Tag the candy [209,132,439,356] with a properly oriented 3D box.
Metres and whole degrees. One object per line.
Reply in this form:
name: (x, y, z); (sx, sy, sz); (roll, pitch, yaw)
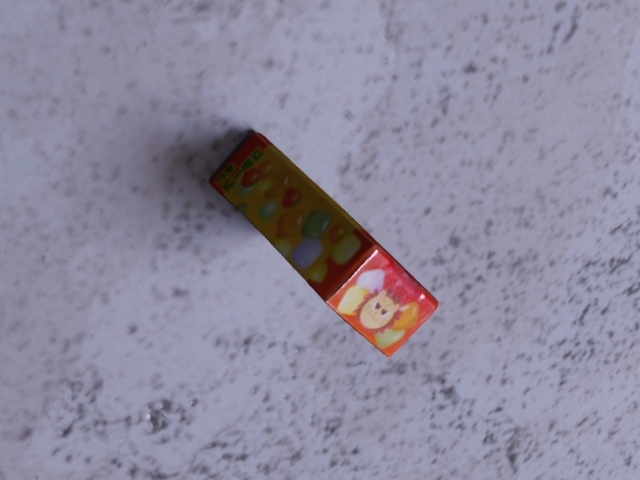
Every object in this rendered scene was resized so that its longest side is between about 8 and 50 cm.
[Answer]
candy: (0.000, 0.000, 0.684); (0.038, 0.122, 0.062); (-46, 134, 1)
